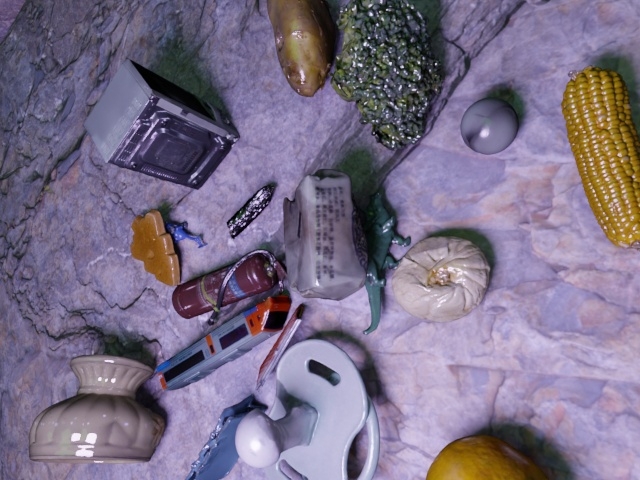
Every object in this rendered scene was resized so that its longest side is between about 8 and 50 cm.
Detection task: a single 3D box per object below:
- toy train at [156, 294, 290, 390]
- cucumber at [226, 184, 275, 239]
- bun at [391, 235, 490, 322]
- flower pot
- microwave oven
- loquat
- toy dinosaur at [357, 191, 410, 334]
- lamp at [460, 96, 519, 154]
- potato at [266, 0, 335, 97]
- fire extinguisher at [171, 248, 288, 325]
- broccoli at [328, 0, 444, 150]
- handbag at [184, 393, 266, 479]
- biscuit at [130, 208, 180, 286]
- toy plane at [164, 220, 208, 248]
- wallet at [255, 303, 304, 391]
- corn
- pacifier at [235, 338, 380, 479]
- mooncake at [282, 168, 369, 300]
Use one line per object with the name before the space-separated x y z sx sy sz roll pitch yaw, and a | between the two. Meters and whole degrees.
toy train | -0.236 0.260 1.075 0.409 0.086 0.089 -32 68 22
cucumber | -0.179 -0.076 1.116 0.181 0.053 0.053 -43 65 15
bun | 0.222 0.073 0.826 0.188 0.111 0.164 -6 77 32
flower pot | -0.559 0.442 1.131 0.307 0.307 0.244 -15 58 27
microwave oven | -0.394 -0.277 1.124 0.237 0.295 0.181 -48 64 15
loquat | 0.263 0.419 0.675 0.213 0.246 0.213 -10 66 24
toy dinosaur | 0.128 0.041 0.906 0.120 0.079 0.292 -18 71 32
lamp | 0.316 -0.213 0.818 0.105 0.105 0.105 -5 81 29
potato | -0.038 -0.474 1.010 0.141 0.191 0.296 -8 78 17
fire extinguisher | -0.212 0.119 1.078 0.341 0.105 0.141 -21 94 26
broccoli | 0.124 -0.351 0.923 0.245 0.247 0.288 -138 61 -65
handbag | -0.224 0.471 1.005 0.057 0.144 0.221 35 99 23
biscuit | -0.466 0.031 1.247 0.239 0.041 0.212 53 127 11
toy plane | -0.388 -0.013 1.230 0.167 0.054 0.062 16 116 31
wallet | -0.093 0.241 0.997 0.020 0.103 0.196 29 101 -5
corn | 0.474 -0.132 0.719 0.102 0.102 0.313 -12 80 28
pacifier | -0.042 0.372 0.843 0.288 0.269 0.343 14 92 38
mooncake | 0.005 0.001 0.906 0.136 0.250 0.254 -1 80 -15
